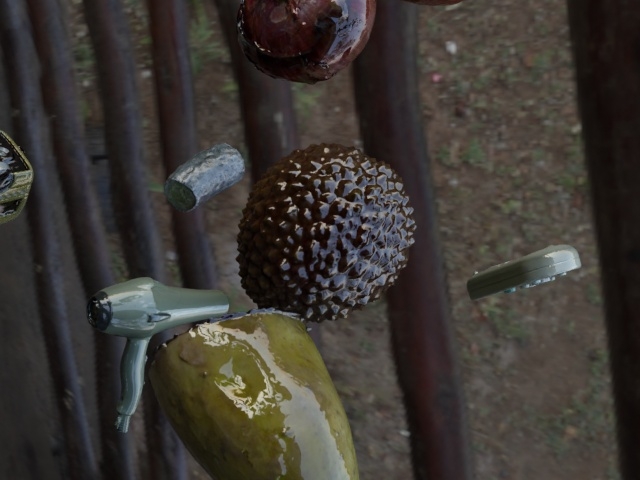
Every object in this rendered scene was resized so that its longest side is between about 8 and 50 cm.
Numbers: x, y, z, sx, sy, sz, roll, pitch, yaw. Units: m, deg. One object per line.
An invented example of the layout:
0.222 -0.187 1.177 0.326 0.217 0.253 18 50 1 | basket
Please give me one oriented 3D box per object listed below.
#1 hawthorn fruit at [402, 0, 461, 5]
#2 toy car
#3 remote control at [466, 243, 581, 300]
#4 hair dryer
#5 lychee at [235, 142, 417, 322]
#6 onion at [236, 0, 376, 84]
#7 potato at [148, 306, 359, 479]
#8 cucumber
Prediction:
0.091 -0.315 1.145 0.224 0.224 0.261 -51 133 -14 | hawthorn fruit
-0.498 -0.061 1.573 0.256 0.101 0.124 -17 144 -40 | toy car
0.251 0.041 1.563 0.078 0.221 0.042 -16 86 -19 | remote control
-0.224 0.144 1.812 0.219 0.088 0.225 -24 119 -31 | hair dryer
0.000 0.000 1.791 0.267 0.267 0.268 -2 95 -26 | lychee
-0.006 -0.266 1.491 0.147 0.184 0.184 27 81 -57 | onion
-0.059 0.235 1.496 0.229 0.229 0.266 -17 60 -24 | potato
-0.155 -0.084 1.643 0.112 0.064 0.064 -35 109 -41 | cucumber
